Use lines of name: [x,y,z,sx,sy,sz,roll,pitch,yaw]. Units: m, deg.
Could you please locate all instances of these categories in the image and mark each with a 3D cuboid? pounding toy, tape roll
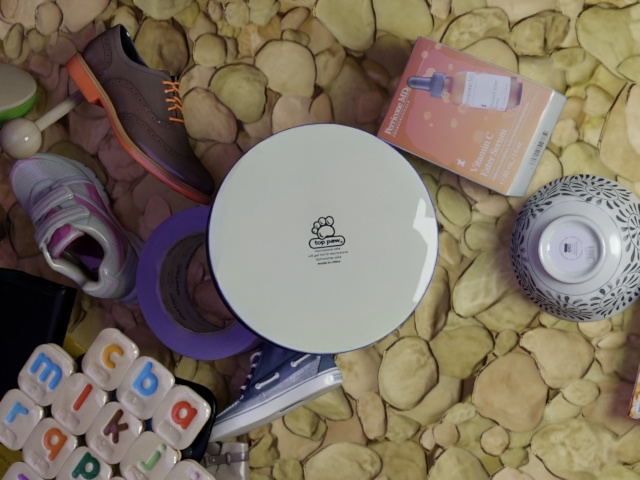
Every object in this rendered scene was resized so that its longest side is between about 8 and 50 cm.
pounding toy: [-0.439,-0.149,1.663,0.237,0.183,0.110,15,121,16]
tape roll: [-0.127,0.051,1.576,0.189,0.080,0.189,0,91,20]

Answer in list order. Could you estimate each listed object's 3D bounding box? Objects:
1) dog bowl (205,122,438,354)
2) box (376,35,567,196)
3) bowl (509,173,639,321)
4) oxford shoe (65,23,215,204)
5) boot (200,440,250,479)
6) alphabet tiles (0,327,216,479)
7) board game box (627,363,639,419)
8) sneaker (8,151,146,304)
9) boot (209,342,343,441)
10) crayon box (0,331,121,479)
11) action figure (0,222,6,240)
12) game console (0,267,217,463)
dog bowl: [0.000,0.000,1.461,0.265,0.104,0.265,0,87,-5]
box: [0.173,-0.141,1.455,0.170,0.091,0.130,25,99,18]
bowl: [0.286,0.010,1.421,0.170,0.080,0.170,1,92,21]
oxford shoe: [-0.210,-0.160,1.599,0.098,0.097,0.271,-43,76,10]
boot: [-0.104,0.296,1.593,0.118,0.042,0.087,11,87,13]
alphabet tiles: [-0.265,0.258,1.531,0.284,0.021,0.278,37,102,14]
board game box: [0.429,0.116,1.386,0.147,0.045,0.193,14,95,20]
sneaker: [-0.317,-0.021,1.629,0.252,0.111,0.103,44,104,15]
boot: [-0.069,0.176,1.569,0.190,0.069,0.086,-27,74,11]
crayon box: [-0.338,0.294,1.656,0.202,0.081,0.318,41,103,15]
action figure: [-0.600,0.011,1.707,0.330,0.178,0.341,6,95,11]
game console: [-0.293,0.172,1.576,0.361,0.044,0.213,15,92,17]
